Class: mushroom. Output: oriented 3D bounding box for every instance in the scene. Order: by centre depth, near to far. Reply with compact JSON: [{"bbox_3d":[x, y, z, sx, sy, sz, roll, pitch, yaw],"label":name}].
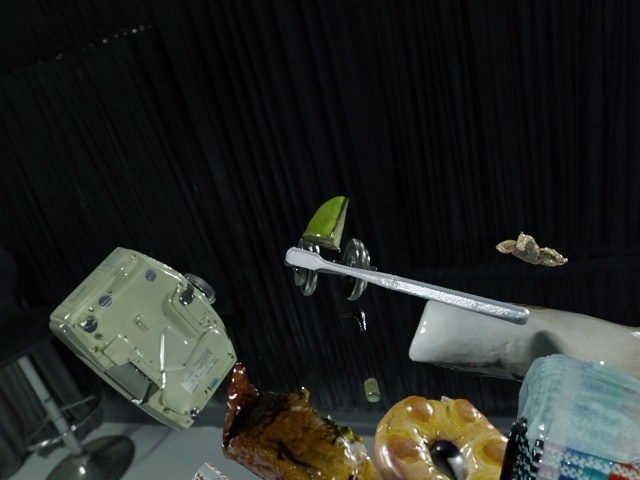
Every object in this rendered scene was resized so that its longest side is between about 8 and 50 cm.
[{"bbox_3d":[0.344,0.168,0.783,0.397,0.177,0.126,4,73,23],"label":"mushroom"}]

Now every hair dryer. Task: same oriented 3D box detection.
[{"bbox_3d":[0.099,0.241,1.575,0.083,0.031,0.079,6,45,-15],"label":"hair dryer"}]

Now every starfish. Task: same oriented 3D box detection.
[{"bbox_3d":[0.471,0.023,1.125,0.210,0.053,0.150,15,4,-26],"label":"starfish"}]

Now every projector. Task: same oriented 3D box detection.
[{"bbox_3d":[-0.237,0.140,0.772,0.088,0.269,0.193,3,47,42],"label":"projector"}]

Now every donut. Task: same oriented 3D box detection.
[{"bbox_3d":[0.245,0.458,1.007,0.299,0.150,0.317,15,33,6],"label":"donut"}]

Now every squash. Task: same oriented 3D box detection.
[{"bbox_3d":[0.000,0.000,1.299,0.093,0.169,0.252,12,28,7],"label":"squash"}]

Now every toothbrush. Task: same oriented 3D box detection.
[{"bbox_3d":[0.120,0.063,0.695,0.343,0.025,0.030,15,9,-3],"label":"toothbrush"}]

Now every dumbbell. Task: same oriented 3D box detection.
[{"bbox_3d":[0.034,0.082,1.575,0.290,0.192,0.192,6,19,-12],"label":"dumbbell"}]

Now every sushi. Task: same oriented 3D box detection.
[{"bbox_3d":[-0.029,0.328,0.837,0.297,0.166,0.179,17,43,26],"label":"sushi"}]

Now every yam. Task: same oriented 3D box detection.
[{"bbox_3d":[0.147,0.427,1.464,0.043,0.043,0.094,-15,14,2],"label":"yam"}]

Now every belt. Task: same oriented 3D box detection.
[{"bbox_3d":[0.279,0.259,0.564,0.150,0.257,0.207,13,-5,18],"label":"belt"}]

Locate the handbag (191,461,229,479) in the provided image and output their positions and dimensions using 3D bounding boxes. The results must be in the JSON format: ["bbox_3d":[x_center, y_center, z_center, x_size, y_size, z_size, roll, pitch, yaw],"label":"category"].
[{"bbox_3d":[-0.255,0.704,1.262,0.171,0.298,0.151,28,18,32],"label":"handbag"}]

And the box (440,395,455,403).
[{"bbox_3d":[0.465,0.621,1.887,0.053,0.083,0.024,11,-5,43],"label":"box"}]
